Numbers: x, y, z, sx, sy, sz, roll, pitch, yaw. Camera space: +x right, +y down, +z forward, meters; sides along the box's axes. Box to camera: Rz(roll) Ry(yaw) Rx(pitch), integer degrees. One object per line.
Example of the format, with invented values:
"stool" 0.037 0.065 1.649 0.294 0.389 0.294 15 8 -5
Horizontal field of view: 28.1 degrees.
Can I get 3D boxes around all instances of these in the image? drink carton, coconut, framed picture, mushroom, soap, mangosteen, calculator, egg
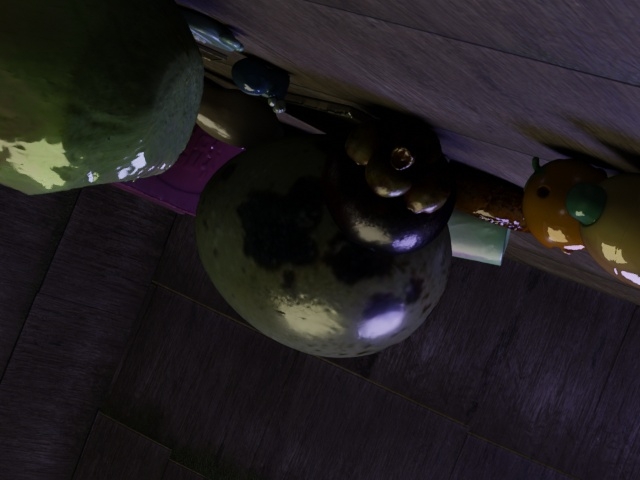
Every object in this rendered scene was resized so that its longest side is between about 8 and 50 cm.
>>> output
"drink carton" 0.252 -0.026 2.177 0.142 0.146 0.144 10 -159 9
"coconut" -0.298 -0.190 1.390 0.328 0.281 0.328 8 -144 -6
"framed picture" -0.172 -0.271 1.822 0.066 0.007 0.089 22 179 -18
"framed picture" 0.035 -0.181 1.974 0.213 0.016 0.289 23 178 -38
"mushroom" -0.152 -0.210 2.081 0.212 0.097 0.088 25 -173 -20
"soap" -0.267 -0.181 2.214 0.128 0.233 0.359 19 178 30
"mangosteen" 0.096 -0.086 1.728 0.194 0.194 0.230 22 150 2
"calculator" -0.155 -0.261 1.559 0.153 0.021 0.095 22 179 30
"egg" 0.000 0.000 2.010 0.428 0.345 0.345 26 -179 27

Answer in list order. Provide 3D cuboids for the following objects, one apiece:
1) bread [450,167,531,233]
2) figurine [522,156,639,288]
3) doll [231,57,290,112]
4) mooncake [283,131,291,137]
"bread" 0.264 -0.066 2.016 0.193 0.064 0.193 20 -175 -2
"figurine" 0.331 -0.018 1.443 0.222 0.124 0.324 22 -177 5
"doll" -0.083 -0.215 1.714 0.083 0.050 0.076 21 -162 -28
"mooncake" -0.038 -0.081 2.533 0.324 0.187 0.324 32 -173 -5
